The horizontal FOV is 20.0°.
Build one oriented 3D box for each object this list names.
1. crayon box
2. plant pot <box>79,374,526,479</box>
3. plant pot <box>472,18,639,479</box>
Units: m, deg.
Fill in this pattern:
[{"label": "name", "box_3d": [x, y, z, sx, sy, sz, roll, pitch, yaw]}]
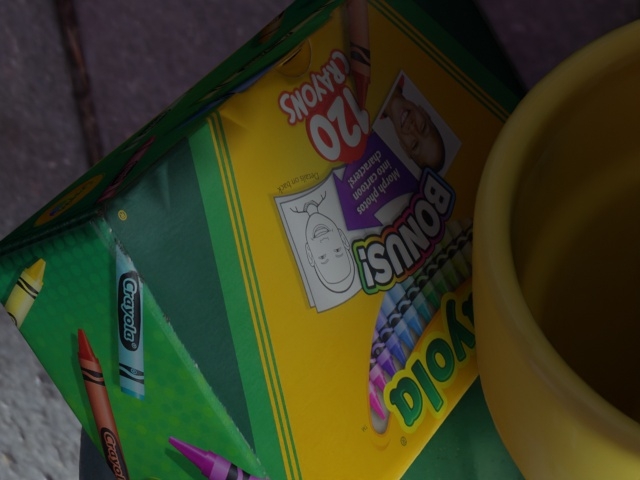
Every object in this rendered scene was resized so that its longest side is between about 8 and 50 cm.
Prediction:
[{"label": "crayon box", "box_3d": [0.000, 0.000, 0.782, 0.081, 0.278, 0.165, -19, 108, 40]}, {"label": "plant pot", "box_3d": [0.030, 0.170, 0.904, 0.196, 0.293, 0.293, -17, 112, 11]}, {"label": "plant pot", "box_3d": [0.189, 0.067, 0.750, 0.254, 0.254, 0.239, 20, 145, 20]}]
